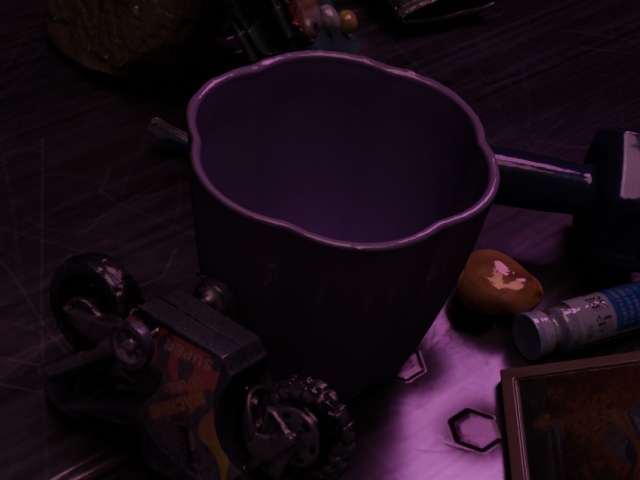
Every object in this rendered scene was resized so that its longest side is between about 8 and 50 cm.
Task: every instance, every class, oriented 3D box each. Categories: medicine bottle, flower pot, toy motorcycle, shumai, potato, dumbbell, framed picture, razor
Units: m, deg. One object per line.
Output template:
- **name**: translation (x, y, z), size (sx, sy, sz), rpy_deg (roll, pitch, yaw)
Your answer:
- **medicine bottle**: translation (0.279, 0.072, 1.179), size (0.191, 0.051, 0.051), rpy_deg (-12, 46, -24)
- **flower pot**: translation (0.000, 0.000, 1.064), size (0.265, 0.243, 0.265), rpy_deg (7, 43, -6)
- **toy motorcycle**: translation (-0.106, 0.129, 0.957), size (0.307, 0.173, 0.108), rpy_deg (27, 32, 28)
- **shumai**: translation (-0.185, -0.295, 1.441), size (0.255, 0.189, 0.218), rpy_deg (18, 21, 32)
- **potato**: translation (0.175, 0.044, 1.183), size (0.083, 0.062, 0.068), rpy_deg (11, 66, 37)
- **dumbbell**: translation (0.192, -0.063, 1.224), size (0.324, 0.144, 0.160), rpy_deg (9, 6, -4)
- **framed picture**: translation (0.250, 0.192, 1.017), size (0.184, 0.016, 0.250), rpy_deg (-9, 41, 12)
- **razor**: translation (-0.092, -0.099, 1.308), size (0.191, 0.037, 0.068), rpy_deg (10, 31, -1)

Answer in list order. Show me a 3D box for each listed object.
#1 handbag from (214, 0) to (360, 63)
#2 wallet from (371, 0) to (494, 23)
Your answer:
- **handbag**: translation (-0.038, -0.271, 1.320), size (0.100, 0.269, 0.274), rpy_deg (-21, 25, 12)
- **wallet**: translation (0.112, -0.366, 1.639), size (0.160, 0.055, 0.236), rpy_deg (-18, 42, -24)
